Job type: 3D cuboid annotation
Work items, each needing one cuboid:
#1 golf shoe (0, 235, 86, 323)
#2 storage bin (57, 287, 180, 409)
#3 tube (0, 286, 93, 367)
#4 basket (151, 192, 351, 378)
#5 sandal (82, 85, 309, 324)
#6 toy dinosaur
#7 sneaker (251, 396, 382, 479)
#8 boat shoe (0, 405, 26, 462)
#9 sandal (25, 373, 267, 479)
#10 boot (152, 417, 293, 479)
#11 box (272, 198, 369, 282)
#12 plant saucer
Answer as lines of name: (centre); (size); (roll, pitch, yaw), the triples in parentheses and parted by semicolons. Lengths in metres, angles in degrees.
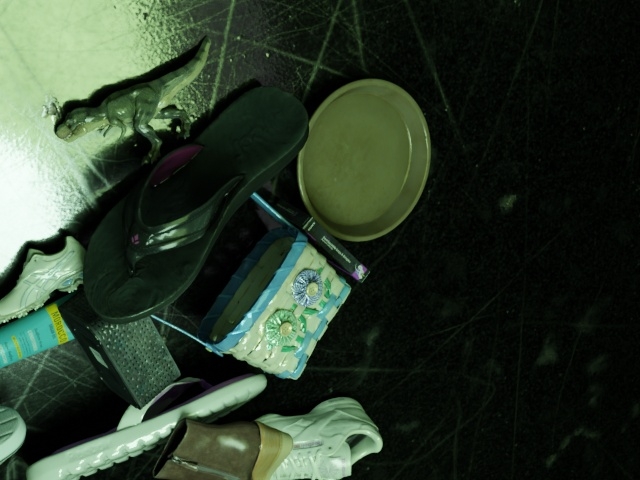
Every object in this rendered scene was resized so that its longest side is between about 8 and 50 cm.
golf shoe: (-0.423, 0.057, 1.306); (0.176, 0.069, 0.086); (-30, 102, -21)
storage bin: (-0.306, 0.156, 1.349); (0.084, 0.122, 0.180); (-41, 130, -26)
tube: (-0.440, 0.144, 1.332); (0.207, 0.052, 0.080); (-25, 127, -28)
basket: (-0.114, 0.063, 1.394); (0.289, 0.201, 0.254); (34, 77, -14)
sandal: (-0.194, -0.077, 1.298); (0.445, 0.168, 0.107); (-51, 161, -17)
toy dinosaur: (-0.248, -0.188, 1.306); (0.268, 0.064, 0.118); (-34, 115, -19)
sneaker: (-0.031, 0.376, 1.594); (0.305, 0.152, 0.114); (-17, 119, -22)
boat shoe: (-0.581, 0.358, 1.302); (0.335, 0.121, 0.119); (-25, 128, -8)
sandal: (-0.277, 0.279, 1.436); (0.416, 0.169, 0.102); (-20, 77, -27)
boot: (-0.181, 0.384, 1.446); (0.207, 0.090, 0.248); (14, 118, -31)
box: (0.000, 0.000, 1.487); (0.029, 0.116, 0.162); (-52, 125, -5)
plant saucer: (0.071, -0.136, 1.505); (0.278, 0.041, 0.277); (-10, 109, -33)
